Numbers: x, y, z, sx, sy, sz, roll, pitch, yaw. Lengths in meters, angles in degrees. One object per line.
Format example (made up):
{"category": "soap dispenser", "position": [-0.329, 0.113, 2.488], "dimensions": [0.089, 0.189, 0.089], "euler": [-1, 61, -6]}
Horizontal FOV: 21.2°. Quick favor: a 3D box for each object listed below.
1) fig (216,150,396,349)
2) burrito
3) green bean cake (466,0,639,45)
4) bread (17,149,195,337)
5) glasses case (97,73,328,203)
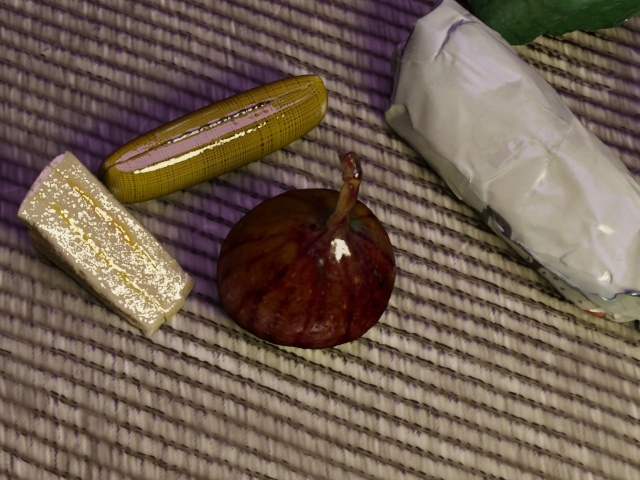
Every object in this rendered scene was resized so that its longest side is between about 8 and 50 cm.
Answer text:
{"category": "fig", "position": [0.004, 0.022, 1.522], "dimensions": [0.149, 0.202, 0.148], "euler": [21, 72, -36]}
{"category": "burrito", "position": [0.220, -0.043, 1.608], "dimensions": [0.139, 0.101, 0.445], "euler": [-41, 75, -2]}
{"category": "green bean cake", "position": [0.257, -0.365, 1.723], "dimensions": [0.300, 0.169, 0.307], "euler": [-15, 81, -28]}
{"category": "bread", "position": [-0.190, 0.005, 1.538], "dimensions": [0.152, 0.105, 0.077], "euler": [34, 71, 12]}
{"category": "glasses case", "position": [-0.100, -0.095, 1.613], "dimensions": [0.234, 0.079, 0.064], "euler": [-23, 75, -17]}
